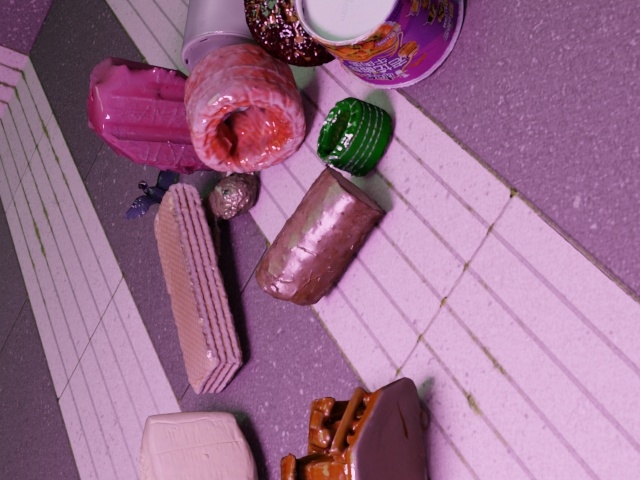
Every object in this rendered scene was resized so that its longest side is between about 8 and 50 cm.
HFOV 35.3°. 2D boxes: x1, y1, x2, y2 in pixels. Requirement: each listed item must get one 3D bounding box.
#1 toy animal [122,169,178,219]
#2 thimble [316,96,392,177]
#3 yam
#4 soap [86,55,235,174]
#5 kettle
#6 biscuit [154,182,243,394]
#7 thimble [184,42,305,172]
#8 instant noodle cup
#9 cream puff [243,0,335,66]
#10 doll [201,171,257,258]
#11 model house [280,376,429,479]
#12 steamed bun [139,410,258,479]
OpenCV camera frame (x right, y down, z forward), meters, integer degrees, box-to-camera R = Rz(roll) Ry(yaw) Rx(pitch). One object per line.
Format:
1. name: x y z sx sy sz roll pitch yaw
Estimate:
1. toy animal: -0.371 -0.103 2.312 0.062 0.108 0.220 -34 14 47
2. thimble: 0.057 -0.179 1.748 0.118 0.090 0.130 15 86 59
3. yam: -0.002 -0.001 1.715 0.238 0.128 0.129 -56 15 18
4. soap: -0.346 -0.260 2.134 0.127 0.325 0.220 18 101 50
5. kettle: -0.165 -0.519 2.121 0.265 0.205 0.318 -38 43 54
6. biscuit: -0.251 0.090 2.002 0.144 0.078 0.426 -54 44 47
7. thimble: -0.146 -0.253 1.941 0.239 0.239 0.162 -46 44 33
8. instant noodle cup: 0.084 -0.388 1.639 0.251 0.190 0.251 -4 82 29
9. cream puff: -0.025 -0.443 1.861 0.165 0.239 0.239 84 -175 -64
10. doll: -0.226 -0.077 2.120 0.202 0.091 0.286 -61 23 -4
11. model house: 0.023 0.320 1.453 0.229 0.220 0.199 -21 72 35
12. steamed bun: -0.216 0.420 1.766 0.250 0.200 0.154 -109 25 -47
